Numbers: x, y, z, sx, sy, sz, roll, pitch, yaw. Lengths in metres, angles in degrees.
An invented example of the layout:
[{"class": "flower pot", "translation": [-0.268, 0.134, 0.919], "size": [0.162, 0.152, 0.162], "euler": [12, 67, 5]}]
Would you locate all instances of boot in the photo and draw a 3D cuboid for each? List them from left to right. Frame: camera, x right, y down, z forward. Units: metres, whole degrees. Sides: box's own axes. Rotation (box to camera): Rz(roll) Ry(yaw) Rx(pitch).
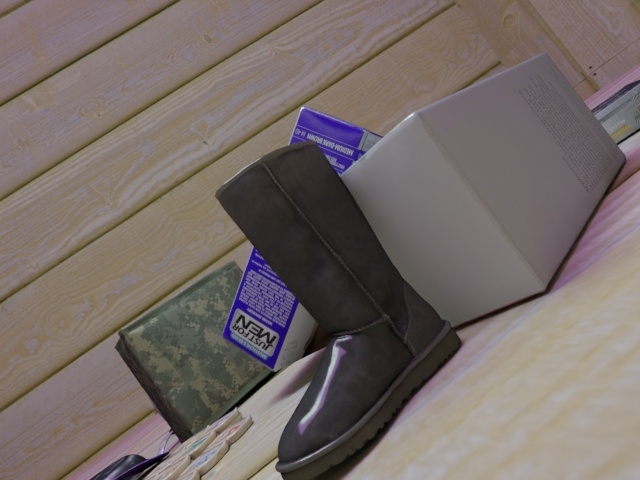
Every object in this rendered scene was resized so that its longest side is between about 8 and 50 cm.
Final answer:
[{"class": "boot", "translation": [-0.012, 0.038, 0.369], "size": [0.190, 0.208, 0.076], "euler": [-35, -2, -35]}]

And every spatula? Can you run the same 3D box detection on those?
[{"class": "spatula", "translation": [-0.298, 0.395, 0.965], "size": [0.084, 0.030, 0.296], "euler": [-36, -3, 14]}]

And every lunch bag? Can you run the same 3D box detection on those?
[{"class": "lunch bag", "translation": [-0.211, 0.203, 0.959], "size": [0.287, 0.235, 0.169], "euler": [-35, -6, -34]}]

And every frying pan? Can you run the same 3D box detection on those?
[{"class": "frying pan", "translation": [-0.464, 0.511, 0.985], "size": [0.326, 0.053, 0.197], "euler": [-35, -2, 40]}]

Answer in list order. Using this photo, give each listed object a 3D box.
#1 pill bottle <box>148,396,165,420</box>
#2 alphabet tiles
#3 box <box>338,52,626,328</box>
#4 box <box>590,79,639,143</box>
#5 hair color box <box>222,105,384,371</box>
[{"class": "pill bottle", "translation": [-0.293, 0.335, 1.227], "size": [0.264, 0.146, 0.146], "euler": [-34, -4, -36]}, {"class": "alphabet tiles", "translation": [-0.220, 0.324, 0.639], "size": [0.278, 0.021, 0.284], "euler": [-37, -3, 27]}, {"class": "box", "translation": [0.162, -0.052, 0.546], "size": [0.345, 0.168, 0.215], "euler": [-33, -4, -43]}, {"class": "box", "translation": [0.435, -0.168, 0.811], "size": [0.231, 0.056, 0.183], "euler": [-39, -3, 25]}, {"class": "hair color box", "translation": [0.000, 0.000, 0.706], "size": [0.185, 0.110, 0.338], "euler": [-5, -60, -61]}]
